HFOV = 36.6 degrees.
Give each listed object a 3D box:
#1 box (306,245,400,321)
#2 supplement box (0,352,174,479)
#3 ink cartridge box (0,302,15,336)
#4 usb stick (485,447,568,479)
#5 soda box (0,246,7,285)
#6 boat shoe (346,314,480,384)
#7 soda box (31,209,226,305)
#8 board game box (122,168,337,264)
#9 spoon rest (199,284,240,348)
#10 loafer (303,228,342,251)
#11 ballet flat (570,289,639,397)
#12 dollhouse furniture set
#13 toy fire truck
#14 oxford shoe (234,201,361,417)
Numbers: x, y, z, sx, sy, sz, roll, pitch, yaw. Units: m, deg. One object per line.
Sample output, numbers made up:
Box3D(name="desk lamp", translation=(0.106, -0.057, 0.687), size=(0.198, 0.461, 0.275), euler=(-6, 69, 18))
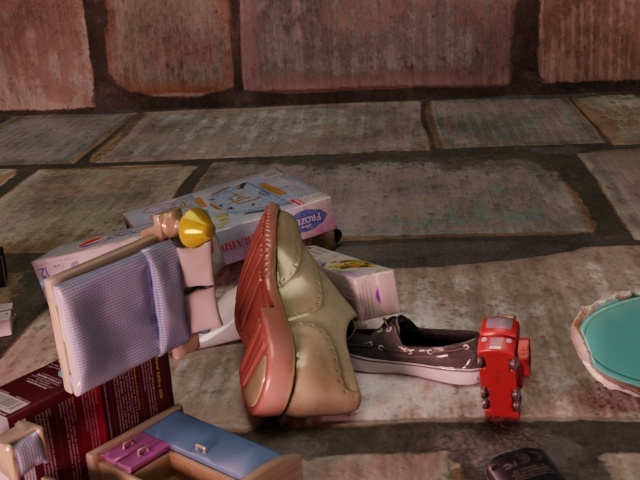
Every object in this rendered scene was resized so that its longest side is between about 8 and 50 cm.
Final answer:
Box3D(name="box", translation=(0.023, 0.059, 1.455), size=(0.063, 0.067, 0.324), euler=(-11, 9, -19))
Box3D(name="supplement box", translation=(-0.274, 0.201, 1.091), size=(0.073, 0.130, 0.239), euler=(11, 23, 37))
Box3D(name="ink cartridge box", translation=(-0.503, 0.121, 1.503), size=(0.048, 0.028, 0.083), euler=(-8, 20, -10))
Box3D(name="usb stick", translation=(0.235, 0.282, 0.910), size=(0.077, 0.045, 0.278), euler=(-14, 21, -8))
Box3D(name="soda box", translation=(-0.632, 0.054, 1.668), size=(0.168, 0.060, 0.053), euler=(-8, 21, -13))
Box3D(name="boat shoe", translation=(0.111, 0.136, 1.294), size=(0.228, 0.076, 0.080), euler=(8, 22, 29))
Box3D(name="soda box", translation=(-0.300, 0.036, 1.517), size=(0.286, 0.098, 0.091), euler=(-13, 15, 20))
Box3D(name="board game box", translation=(-0.173, -0.035, 1.748), size=(0.318, 0.066, 0.318), euler=(-18, 18, -15))
Box3D(name="spoon rest", translation=(-0.146, 0.111, 1.434), size=(0.276, 0.084, 0.137), euler=(-1, 16, -37))
Box3D(name="loafer", translation=(0.000, 0.000, 1.727), size=(0.050, 0.056, 0.148), euler=(-3, 19, 18))
Box3D(name="ballet flat", translation=(0.503, 0.129, 1.225), size=(0.408, 0.147, 0.147), euler=(-2, 19, -6))
Box3D(name="dollhouse furniture set", translation=(-0.175, 0.145, 0.976), size=(0.198, 0.303, 0.286), euler=(11, 24, 38))
Box3D(name="toy fire truck", translation=(0.226, 0.139, 1.177), size=(0.047, 0.192, 0.135), euler=(2, 48, 17))
Box3D(name="oxford shoe", translation=(-0.032, 0.095, 1.315), size=(0.146, 0.140, 0.397), euler=(13, 37, -15))
